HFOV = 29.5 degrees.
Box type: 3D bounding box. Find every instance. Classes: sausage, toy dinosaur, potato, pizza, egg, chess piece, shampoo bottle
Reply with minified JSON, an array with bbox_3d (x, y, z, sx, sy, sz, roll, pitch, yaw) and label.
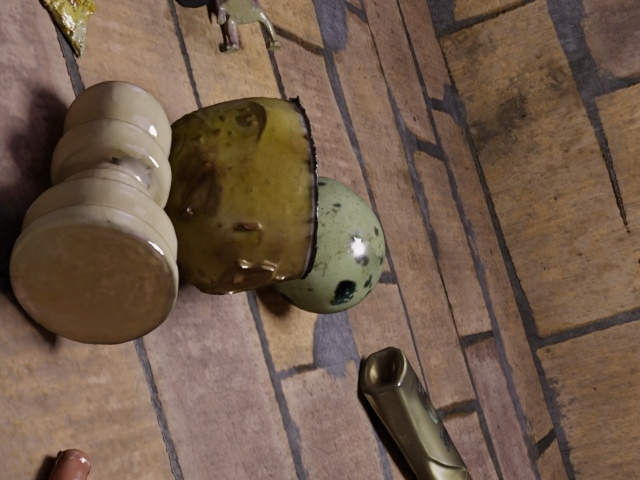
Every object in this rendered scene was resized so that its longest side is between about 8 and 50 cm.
[{"bbox_3d":[-0.239,0.253,1.101,0.042,0.036,0.158,49,29,-31],"label":"sausage"},{"bbox_3d":[-0.122,-0.385,1.895,0.251,0.072,0.200,-7,81,-71],"label":"toy dinosaur"},{"bbox_3d":[-0.119,-0.060,1.486,0.299,0.196,0.247,-171,-96,-80],"label":"potato"},{"bbox_3d":[-0.287,-0.267,1.434,0.123,0.026,0.109,-13,88,-71],"label":"pizza"},{"bbox_3d":[0.000,0.000,1.747,0.177,0.177,0.228,51,15,-45],"label":"egg"},{"bbox_3d":[-0.224,-0.053,1.266,0.167,0.167,0.300,56,19,-38],"label":"chess piece"},{"bbox_3d":[0.173,0.336,2.046,0.126,0.084,0.350,-82,149,-54],"label":"shampoo bottle"}]

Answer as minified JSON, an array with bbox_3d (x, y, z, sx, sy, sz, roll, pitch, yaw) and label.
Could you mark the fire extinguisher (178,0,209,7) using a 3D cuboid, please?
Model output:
[{"bbox_3d":[-0.193,-0.425,1.777,0.062,0.050,0.177,13,60,-46],"label":"fire extinguisher"}]
